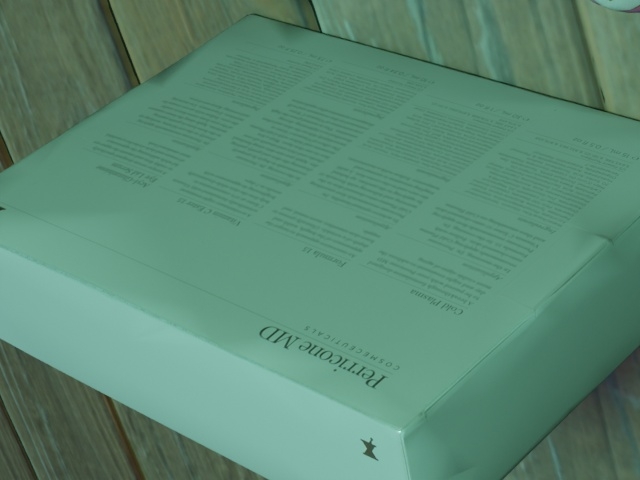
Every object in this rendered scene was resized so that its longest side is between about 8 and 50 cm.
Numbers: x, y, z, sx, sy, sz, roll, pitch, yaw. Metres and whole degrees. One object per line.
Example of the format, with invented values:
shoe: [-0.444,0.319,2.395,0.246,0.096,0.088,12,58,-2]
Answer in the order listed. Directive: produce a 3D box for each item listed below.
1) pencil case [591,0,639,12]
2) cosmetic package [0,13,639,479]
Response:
pencil case: [0.254,-0.175,0.641,0.386,0.160,0.167,2,112,49]
cosmetic package: [0.000,0.000,0.975,0.377,0.284,0.097,21,134,39]
